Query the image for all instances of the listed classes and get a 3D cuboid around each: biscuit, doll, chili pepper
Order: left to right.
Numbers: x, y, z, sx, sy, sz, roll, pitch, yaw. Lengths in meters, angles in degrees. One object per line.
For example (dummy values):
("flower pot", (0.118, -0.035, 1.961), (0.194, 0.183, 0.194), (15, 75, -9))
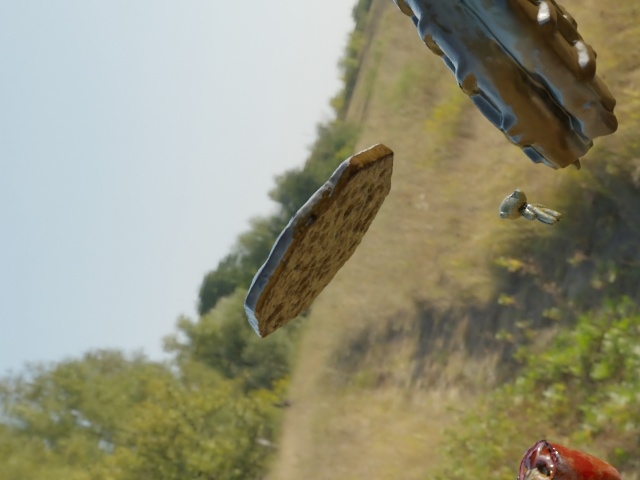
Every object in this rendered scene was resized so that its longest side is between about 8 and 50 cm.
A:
("biscuit", (0.000, -0.001, 1.743), (0.359, 0.046, 0.359), (-49, -13, -16))
("biscuit", (0.168, -0.225, 1.108), (0.115, 0.268, 0.366), (-41, 17, 17))
("doll", (0.331, -0.043, 1.770), (0.061, 0.093, 0.051), (-28, -31, -56))
("chili pepper", (0.358, 0.332, 1.496), (0.086, 0.192, 0.084), (-67, 19, -8))
